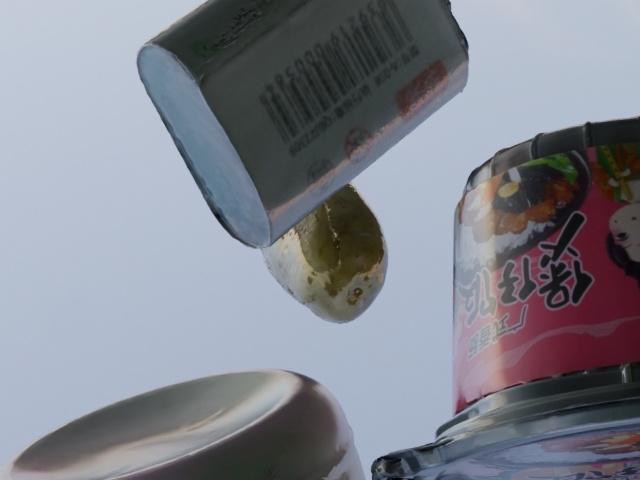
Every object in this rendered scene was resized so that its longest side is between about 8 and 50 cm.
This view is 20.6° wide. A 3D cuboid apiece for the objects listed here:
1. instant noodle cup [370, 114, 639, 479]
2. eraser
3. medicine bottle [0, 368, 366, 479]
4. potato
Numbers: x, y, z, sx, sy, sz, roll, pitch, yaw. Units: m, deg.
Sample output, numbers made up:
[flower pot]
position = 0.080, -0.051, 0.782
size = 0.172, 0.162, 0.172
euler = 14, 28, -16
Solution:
[instant noodle cup]
position = 0.174, 0.041, 0.993
size = 0.302, 0.258, 0.182
euler = 0, -110, -13
[eraser]
position = -0.007, -0.127, 1.289
size = 0.227, 0.174, 0.081
euler = -39, -160, -29
[medicine bottle]
position = -0.064, 0.257, 1.119
size = 0.241, 0.302, 0.241
euler = -16, -170, 3
[potato]
position = 0.000, 0.000, 1.404
size = 0.080, 0.107, 0.170
euler = 1, -149, -25
